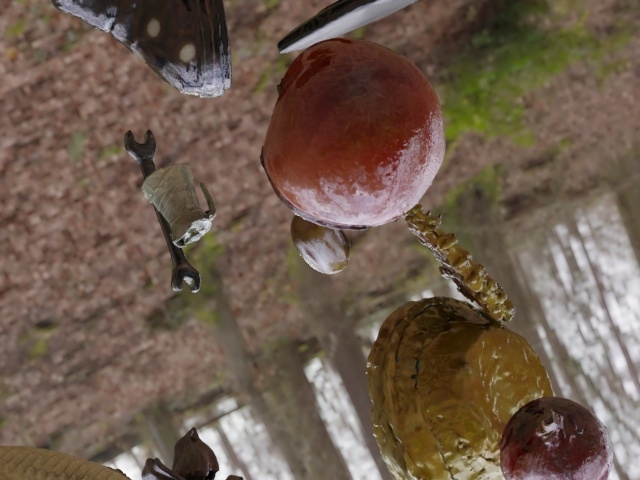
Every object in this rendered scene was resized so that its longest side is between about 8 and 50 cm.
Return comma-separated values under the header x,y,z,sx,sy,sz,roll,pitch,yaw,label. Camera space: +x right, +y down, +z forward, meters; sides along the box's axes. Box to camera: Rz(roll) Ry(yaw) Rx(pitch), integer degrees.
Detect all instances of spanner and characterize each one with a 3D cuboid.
x,y,z,sx,sy,sz,roll,pitch,yaw,label
-0.229,-0.041,2.083,0.054,0.254,0.015,-22,-174,-43,spanner

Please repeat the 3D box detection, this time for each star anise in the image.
x,y,z,sx,sy,sz,roll,pitch,yaw,label
-0.175,0.456,2.152,0.139,0.316,0.359,-45,-135,39,star anise

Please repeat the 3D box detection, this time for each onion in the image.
x,y,z,sx,sy,sz,roll,pitch,yaw,label
0.310,0.274,1.912,0.159,0.195,0.159,-9,-123,14,onion

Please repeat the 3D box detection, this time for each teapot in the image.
x,y,z,sx,sy,sz,roll,pitch,yaw,label
-0.143,-0.035,1.500,0.067,0.083,0.057,-15,154,-25,teapot

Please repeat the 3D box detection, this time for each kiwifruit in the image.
x,y,z,sx,sy,sz,roll,pitch,yaw,label
0.000,0.000,2.017,0.075,0.124,0.075,-10,-125,16,kiwifruit

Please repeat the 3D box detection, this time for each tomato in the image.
x,y,z,sx,sy,sz,roll,pitch,yaw,label
0.046,-0.130,1.523,0.199,0.228,0.112,12,155,-6,tomato

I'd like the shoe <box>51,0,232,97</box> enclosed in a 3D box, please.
x,y,z,sx,sy,sz,roll,pitch,yaw,label
-0.272,-0.372,2.069,0.237,0.384,0.171,-16,178,-5,shoe

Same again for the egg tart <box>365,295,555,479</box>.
x,y,z,sx,sy,sz,roll,pitch,yaw,label
0.243,0.260,2.242,0.169,0.388,0.388,-25,-167,45,egg tart

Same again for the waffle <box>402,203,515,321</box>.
x,y,z,sx,sy,sz,roll,pitch,yaw,label
0.207,0.026,2.230,0.051,0.231,0.229,-40,-126,0,waffle

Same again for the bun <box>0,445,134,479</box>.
x,y,z,sx,sy,sz,roll,pitch,yaw,label
-0.342,0.351,1.797,0.287,0.146,0.287,14,179,0,bun

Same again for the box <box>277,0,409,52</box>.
x,y,z,sx,sy,sz,roll,pitch,yaw,label
0.057,-0.322,1.989,0.201,0.042,0.212,-26,-176,-42,box
